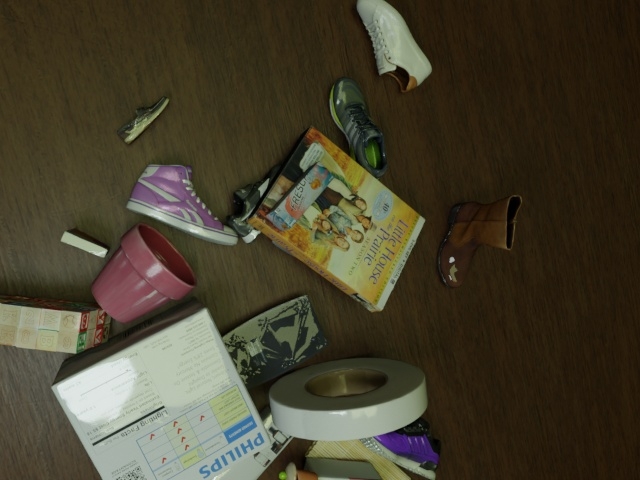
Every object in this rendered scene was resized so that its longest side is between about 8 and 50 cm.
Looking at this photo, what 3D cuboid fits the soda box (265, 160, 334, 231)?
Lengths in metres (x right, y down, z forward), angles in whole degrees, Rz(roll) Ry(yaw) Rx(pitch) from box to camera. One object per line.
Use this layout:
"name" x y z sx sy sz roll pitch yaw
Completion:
"soda box" -0.048 -0.106 1.299 0.058 0.063 0.183 45 65 -14

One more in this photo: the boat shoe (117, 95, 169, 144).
"boat shoe" -0.433 -0.303 1.324 0.049 0.056 0.152 44 78 -20

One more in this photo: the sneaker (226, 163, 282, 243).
"sneaker" -0.165 -0.114 1.383 0.106 0.078 0.234 36 67 -27

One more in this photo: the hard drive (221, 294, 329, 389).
"hard drive" -0.122 0.265 1.440 0.255 0.054 0.172 -26 99 -16

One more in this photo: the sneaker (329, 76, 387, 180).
"sneaker" 0.118 -0.303 1.472 0.111 0.121 0.299 -25 99 -17

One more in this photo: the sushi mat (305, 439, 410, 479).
"sushi mat" 0.111 0.646 1.545 0.316 0.019 0.151 45 79 -14

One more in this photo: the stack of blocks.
"stack of blocks" -0.645 0.177 1.202 0.297 0.171 0.087 7 88 0

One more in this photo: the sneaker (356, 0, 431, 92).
"sneaker" 0.184 -0.539 1.496 0.290 0.106 0.123 47 75 -15

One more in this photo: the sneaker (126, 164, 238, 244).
"sneaker" -0.316 -0.097 1.347 0.282 0.102 0.161 25 79 -18

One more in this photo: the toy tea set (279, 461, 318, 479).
"toy tea set" -0.105 0.728 1.384 0.124 0.200 0.336 10 85 -20

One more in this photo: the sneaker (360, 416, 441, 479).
"sneaker" 0.236 0.560 1.542 0.293 0.102 0.146 37 69 -26

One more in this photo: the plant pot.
"plant pot" -0.425 0.089 1.276 0.180 0.201 0.201 -40 103 3

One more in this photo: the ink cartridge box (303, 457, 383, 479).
"ink cartridge box" 0.039 0.747 1.461 0.197 0.114 0.272 11 93 -16

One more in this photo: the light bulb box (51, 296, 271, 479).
"light bulb box" -0.364 0.380 1.273 0.358 0.225 0.361 -26 100 -17

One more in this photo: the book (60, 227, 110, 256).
"book" -0.536 0.007 1.250 0.096 0.144 0.035 26 83 -17

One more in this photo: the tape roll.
"tape roll" 0.066 0.377 1.332 0.392 0.392 0.072 -9 93 -18

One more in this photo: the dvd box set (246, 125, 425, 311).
"dvd box set" 0.056 -0.052 1.415 0.420 0.062 0.307 38 66 -17

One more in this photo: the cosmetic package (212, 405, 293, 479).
"cosmetic package" -0.183 0.563 1.423 0.099 0.060 0.239 46 78 -13

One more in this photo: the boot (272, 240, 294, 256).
"boot" 0.000 0.000 1.465 0.258 0.095 0.123 24 77 -25

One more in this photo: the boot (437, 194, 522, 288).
"boot" 0.448 0.014 1.504 0.096 0.280 0.264 19 85 -18
